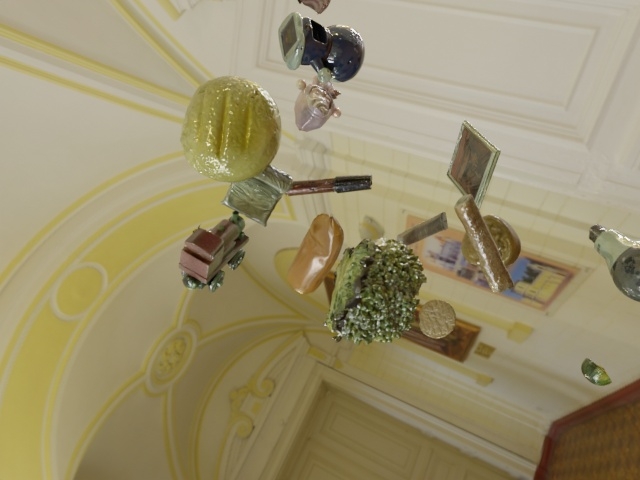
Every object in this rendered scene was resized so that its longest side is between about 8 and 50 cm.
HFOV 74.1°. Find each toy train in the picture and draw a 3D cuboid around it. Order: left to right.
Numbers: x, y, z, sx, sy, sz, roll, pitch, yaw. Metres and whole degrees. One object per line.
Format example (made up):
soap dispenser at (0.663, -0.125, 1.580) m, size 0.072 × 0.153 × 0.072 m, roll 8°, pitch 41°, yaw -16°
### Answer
toy train at (-0.350, 0.029, 1.430) m, size 0.304 × 0.150 × 0.222 m, roll -55°, pitch -9°, yaw -49°

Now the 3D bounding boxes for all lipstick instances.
lipstick at (0.021, -0.241, 1.871) m, size 0.077 × 0.418 × 0.077 m, roll -3°, pitch -90°, yaw -76°

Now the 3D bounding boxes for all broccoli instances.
broccoli at (0.126, 0.111, 0.921) m, size 0.273 × 0.180 × 0.243 m, roll -83°, pitch 18°, yaw -77°

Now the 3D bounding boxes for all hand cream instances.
hand cream at (0.278, -0.025, 1.169) m, size 0.165 × 0.037 × 0.057 m, roll -24°, pitch -63°, yaw -10°

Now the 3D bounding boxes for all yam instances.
yam at (0.449, 0.012, 1.167) m, size 0.300 × 0.066 × 0.066 m, roll 61°, pitch -142°, yaw -14°

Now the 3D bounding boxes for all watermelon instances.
watermelon at (0.965, 0.469, 1.496) m, size 0.062 × 0.105 × 0.105 m, roll -38°, pitch -19°, yaw 4°

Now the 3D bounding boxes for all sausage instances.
sausage at (-0.008, 0.041, 1.391) m, size 0.116 × 0.134 × 0.354 m, roll -14°, pitch -32°, yaw -37°

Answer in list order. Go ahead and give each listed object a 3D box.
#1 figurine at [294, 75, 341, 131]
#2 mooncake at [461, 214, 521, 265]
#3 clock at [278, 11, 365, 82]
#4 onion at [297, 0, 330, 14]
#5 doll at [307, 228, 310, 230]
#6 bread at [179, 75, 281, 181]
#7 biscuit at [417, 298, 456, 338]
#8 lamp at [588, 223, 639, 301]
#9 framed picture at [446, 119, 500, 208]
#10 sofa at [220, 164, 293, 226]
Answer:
figurine at (-0.013, -0.517, 1.557) m, size 0.133 × 0.200 × 0.276 m, roll -29°, pitch 34°, yaw 49°
mooncake at (0.723, 0.003, 1.807) m, size 0.117 × 0.234 × 0.235 m, roll 4°, pitch -72°, yaw -40°
clock at (0.012, -0.531, 1.188) m, size 0.243 × 0.146 × 0.200 m, roll 0°, pitch -109°, yaw -32°
onion at (-0.013, -1.018, 1.602) m, size 0.250 × 0.111 × 0.248 m, roll -23°, pitch -64°, yaw -60°
doll at (0.000, 0.000, 1.847) m, size 0.059 × 0.159 × 0.158 m, roll -54°, pitch 14°, yaw -10°
bread at (-0.268, -0.332, 1.291) m, size 0.321 × 0.320 × 0.237 m, roll -68°, pitch 13°, yaw -6°
biscuit at (0.348, 0.234, 1.267) m, size 0.015 × 0.120 × 0.120 m, roll 30°, pitch -100°, yaw -52°
lamp at (0.948, 0.072, 1.300) m, size 0.314 × 0.181 × 0.182 m, roll -113°, pitch 36°, yaw -70°
framed picture at (0.487, -0.247, 1.385) m, size 0.273 × 0.016 × 0.217 m, roll -101°, pitch 15°, yaw -56°
sofa at (-0.235, -0.184, 1.552) m, size 0.176 × 0.210 × 0.225 m, roll -65°, pitch 16°, yaw -14°
